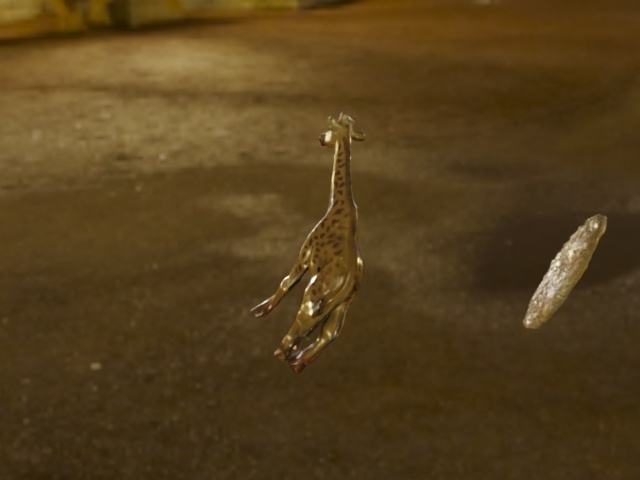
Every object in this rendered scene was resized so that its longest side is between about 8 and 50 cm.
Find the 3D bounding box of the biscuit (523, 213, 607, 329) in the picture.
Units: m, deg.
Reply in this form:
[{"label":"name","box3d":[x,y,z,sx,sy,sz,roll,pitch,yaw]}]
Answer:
[{"label":"biscuit","box3d":[0.210,0.027,1.207,0.015,0.120,0.120,32,18,0]}]

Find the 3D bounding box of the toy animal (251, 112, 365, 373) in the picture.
[{"label":"toy animal","box3d":[0.005,0.000,1.429,0.054,0.275,0.149,20,-6,-28]}]
